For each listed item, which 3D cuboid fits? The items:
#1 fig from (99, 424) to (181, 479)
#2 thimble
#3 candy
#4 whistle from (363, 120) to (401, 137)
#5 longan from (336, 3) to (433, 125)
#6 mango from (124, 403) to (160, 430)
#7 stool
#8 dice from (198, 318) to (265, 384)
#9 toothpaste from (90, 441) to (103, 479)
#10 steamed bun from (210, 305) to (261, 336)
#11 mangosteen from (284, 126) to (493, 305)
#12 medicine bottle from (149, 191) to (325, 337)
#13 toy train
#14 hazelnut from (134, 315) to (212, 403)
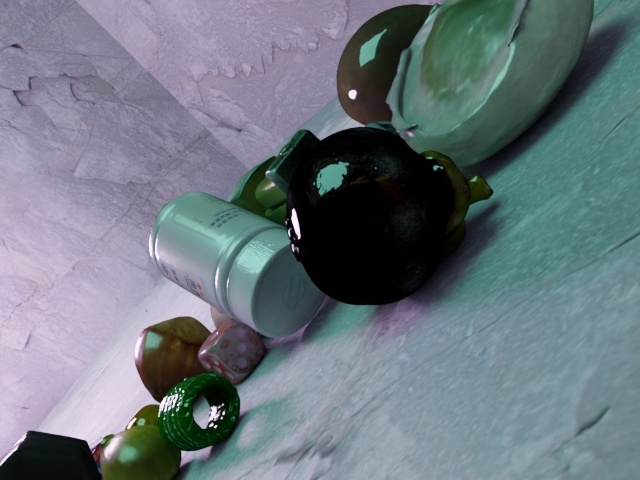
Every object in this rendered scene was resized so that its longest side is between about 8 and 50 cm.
[{"bbox_3d":[-0.303,0.380,1.497,0.153,0.121,0.136,-12,21,26],"label":"fig"},{"bbox_3d":[-0.197,0.281,1.458,0.090,0.118,0.130,-29,38,44],"label":"thimble"},{"bbox_3d":[0.289,-0.300,1.519,0.386,0.186,0.427,-16,43,52],"label":"candy"},{"bbox_3d":[0.115,-0.158,1.778,0.163,0.163,0.289,-48,12,-10],"label":"whistle"},{"bbox_3d":[0.197,-0.408,2.073,0.350,0.288,0.288,-31,14,8],"label":"longan"},{"bbox_3d":[-0.346,0.376,1.770,0.103,0.076,0.161,-56,5,-15],"label":"mango"},{"bbox_3d":[-0.531,0.484,1.694,0.232,0.232,0.141,-46,11,-3],"label":"stool"},{"bbox_3d":[-0.166,0.208,1.658,0.093,0.091,0.094,-52,14,-29],"label":"dice"},{"bbox_3d":[-0.563,0.552,1.949,0.320,0.066,0.076,-40,13,30],"label":"toothpaste"},{"bbox_3d":[-0.148,0.117,1.819,0.177,0.131,0.228,-48,9,-18],"label":"steamed bun"},{"bbox_3d":[0.100,-0.042,1.277,0.302,0.275,0.275,-13,11,-4],"label":"mangosteen"},{"bbox_3d":[-0.151,0.039,1.632,0.332,0.190,0.190,24,67,45],"label":"medicine bottle"},{"bbox_3d":[-0.017,-0.060,1.666,0.160,0.253,0.397,-51,11,-20],"label":"toy train"},{"bbox_3d":[-0.284,0.245,1.798,0.182,0.182,0.182,-43,11,11],"label":"hazelnut"}]
